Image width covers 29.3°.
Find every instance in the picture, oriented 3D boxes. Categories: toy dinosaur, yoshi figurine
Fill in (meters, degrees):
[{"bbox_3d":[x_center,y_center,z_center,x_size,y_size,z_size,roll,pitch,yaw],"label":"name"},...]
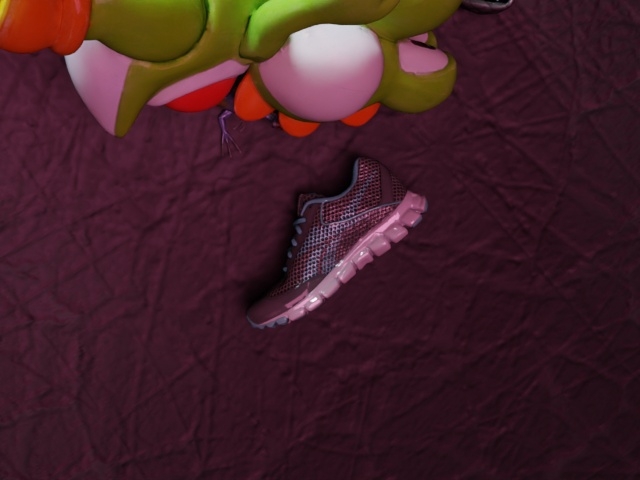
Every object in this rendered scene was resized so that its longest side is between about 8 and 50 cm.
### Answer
[{"bbox_3d":[-0.063,-0.107,0.906,0.082,0.047,0.090,-2,94,-32],"label":"toy dinosaur"},{"bbox_3d":[-0.041,-0.184,0.797,0.362,0.203,0.203,7,72,-36],"label":"yoshi figurine"}]

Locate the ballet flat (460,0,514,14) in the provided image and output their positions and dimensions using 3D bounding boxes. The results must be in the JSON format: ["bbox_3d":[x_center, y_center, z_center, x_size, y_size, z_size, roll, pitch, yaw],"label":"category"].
[{"bbox_3d":[0.074,-0.224,0.903,0.173,0.049,0.057,27,95,-18],"label":"ballet flat"}]

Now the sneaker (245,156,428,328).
[{"bbox_3d":[0.000,0.000,0.944,0.166,0.065,0.076,-40,93,-5],"label":"sneaker"}]
